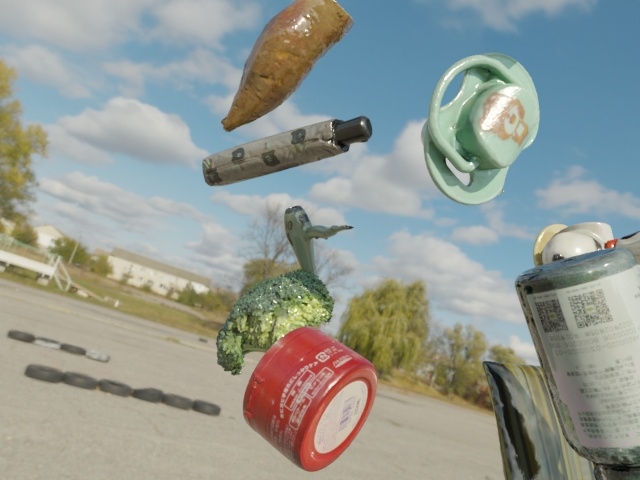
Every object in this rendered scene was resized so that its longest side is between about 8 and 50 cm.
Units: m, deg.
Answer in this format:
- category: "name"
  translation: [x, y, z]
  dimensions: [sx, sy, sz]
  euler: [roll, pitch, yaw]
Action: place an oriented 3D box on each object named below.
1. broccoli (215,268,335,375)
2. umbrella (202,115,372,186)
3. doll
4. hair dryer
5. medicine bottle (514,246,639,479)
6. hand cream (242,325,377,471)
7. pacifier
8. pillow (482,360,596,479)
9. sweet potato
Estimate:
- category: "broccoli"
  translation: [-0.126, 0.249, 1.413]
  dimensions: [0.301, 0.375, 0.249]
  euler: [55, -1, 21]
- category: "umbrella"
  translation: [-0.067, -0.160, 0.919]
  dimensions: [0.338, 0.067, 0.073]
  euler: [-11, 15, 26]
- category: "doll"
  translation: [0.531, 0.027, 0.924]
  dimensions: [0.272, 0.143, 0.208]
  euler: [-10, -1, 23]
- category: "hair dryer"
  translation: [-0.007, 0.029, 1.508]
  dimensions: [0.092, 0.229, 0.267]
  euler: [-22, 31, -36]
- category: "medicine bottle"
  translation: [0.349, 0.164, 0.624]
  dimensions: [0.142, 0.293, 0.141]
  euler: [-16, -6, -2]
- category: "hand cream"
  translation: [-0.012, 0.242, 0.793]
  dimensions: [0.125, 0.193, 0.193]
  euler: [28, -4, 35]
- category: "pacifier"
  translation: [0.314, -0.249, 1.125]
  dimensions: [0.288, 0.343, 0.269]
  euler: [44, -16, -24]
- category: "pillow"
  translation: [0.357, 0.294, 0.790]
  dimensions: [0.212, 0.208, 0.052]
  euler: [7, -30, -18]
- category: "sweet potato"
  translation: [-0.083, -0.347, 1.000]
  dimensions: [0.131, 0.336, 0.131]
  euler: [42, 0, 0]
